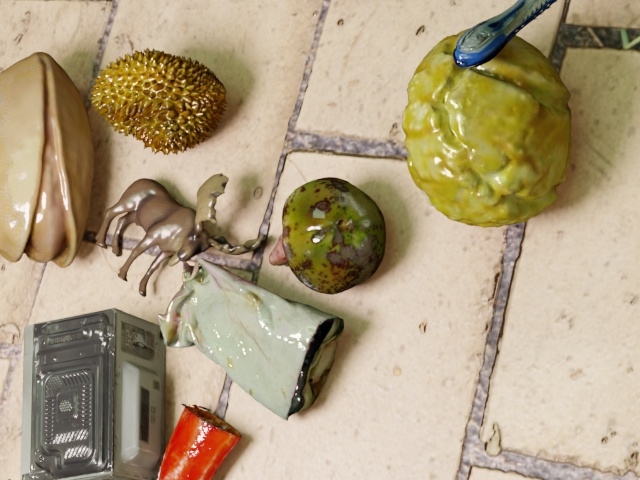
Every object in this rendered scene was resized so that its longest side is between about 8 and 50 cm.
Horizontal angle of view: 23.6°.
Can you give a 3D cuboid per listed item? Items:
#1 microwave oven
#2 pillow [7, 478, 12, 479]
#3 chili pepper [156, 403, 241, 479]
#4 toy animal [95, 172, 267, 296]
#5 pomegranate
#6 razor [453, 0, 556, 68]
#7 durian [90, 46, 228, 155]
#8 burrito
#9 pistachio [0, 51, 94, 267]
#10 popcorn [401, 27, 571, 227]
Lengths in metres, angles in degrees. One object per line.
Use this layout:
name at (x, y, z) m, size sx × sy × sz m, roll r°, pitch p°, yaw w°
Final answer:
microwave oven at (-0.280, 0.203, 1.892) m, size 0.162 × 0.122 × 0.208 m, roll -12°, pitch 69°, yaw 26°
pillow at (-0.334, 0.429, 1.845) m, size 0.250 × 0.106 × 0.186 m, roll 47°, pitch 137°, yaw 31°
chili pepper at (-0.161, 0.290, 1.841) m, size 0.088 × 0.065 × 0.169 m, roll 26°, pitch 93°, yaw 48°
toy animal at (-0.183, -0.017, 1.927) m, size 0.186 × 0.094 × 0.214 m, roll -43°, pitch 51°, yaw 1°
pomegranate at (-0.004, -0.001, 1.805) m, size 0.163 × 0.125 × 0.138 m, roll -17°, pitch 80°, yaw 24°
razor at (0.253, -0.271, 1.674) m, size 0.093 × 0.056 × 0.324 m, roll 29°, pitch 46°, yaw 34°
durian at (-0.197, -0.177, 1.947) m, size 0.168 × 0.158 × 0.137 m, roll 1°, pitch 90°, yaw 27°
burrito at (-0.085, 0.106, 1.832) m, size 0.229 × 0.089 × 0.144 m, roll 29°, pitch 111°, yaw 27°
pistachio at (-0.376, -0.108, 2.014) m, size 0.181 × 0.162 × 0.293 m, roll -35°, pitch 51°, yaw 57°
popcorn at (0.183, -0.124, 1.696) m, size 0.184 × 0.204 × 0.221 m, roll -10°, pitch 73°, yaw 44°
